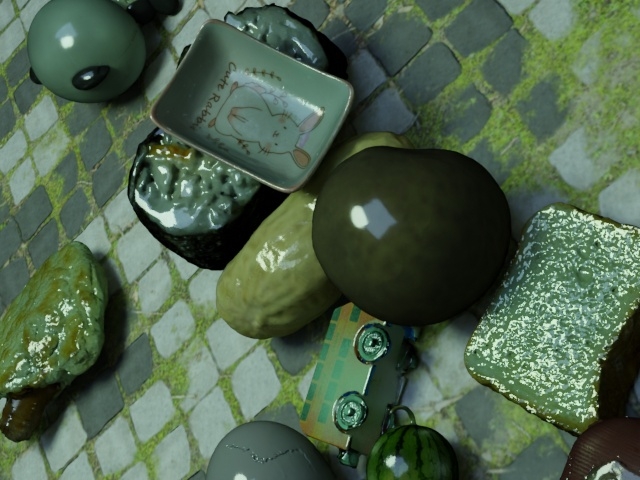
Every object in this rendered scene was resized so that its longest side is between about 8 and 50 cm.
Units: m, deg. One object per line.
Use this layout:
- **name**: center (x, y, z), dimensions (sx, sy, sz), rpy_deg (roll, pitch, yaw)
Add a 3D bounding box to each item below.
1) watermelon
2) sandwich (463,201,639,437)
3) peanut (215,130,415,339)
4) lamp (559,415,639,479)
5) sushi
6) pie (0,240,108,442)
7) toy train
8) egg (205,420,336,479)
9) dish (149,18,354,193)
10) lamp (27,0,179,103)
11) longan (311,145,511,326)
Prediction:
- **watermelon**: center (0.098, 0.238, 1.103), dimensions (0.109, 0.109, 0.109), rpy_deg (-17, 62, 34)
- **sandwich**: center (0.259, 0.078, 1.055), dimensions (0.186, 0.065, 0.214), rpy_deg (28, 90, 43)
- **peanut**: center (0.000, 0.000, 1.258), dimensions (0.319, 0.147, 0.147), rpy_deg (-45, 49, 12)
- **lamp**: center (0.268, 0.262, 0.897), dimensions (0.180, 0.180, 0.258), rpy_deg (22, 87, 43)
- **sushi**: center (-0.104, -0.133, 1.370), dimensions (0.211, 0.171, 0.350), rpy_deg (24, 84, 16)
- **pie**: center (-0.418, 0.138, 1.572), dimensions (0.274, 0.105, 0.257), rpy_deg (-48, 40, 14)
- **toy train**: center (0.043, 0.161, 1.195), dimensions (0.099, 0.072, 0.188), rpy_deg (12, 79, 42)
- **egg**: center (-0.049, 0.295, 1.165), dimensions (0.146, 0.146, 0.198), rpy_deg (-42, 65, 18)
- **dish**: center (-0.076, -0.151, 1.241), dimensions (0.212, 0.077, 0.151), rpy_deg (28, 82, 15)
- **lamp**: center (-0.354, -0.330, 1.677), dimensions (0.198, 0.197, 0.244), rpy_deg (13, 58, 42)
- **longan**: center (0.097, -0.006, 1.113), dimensions (0.198, 0.212, 0.198), rpy_deg (-54, 25, 39)
